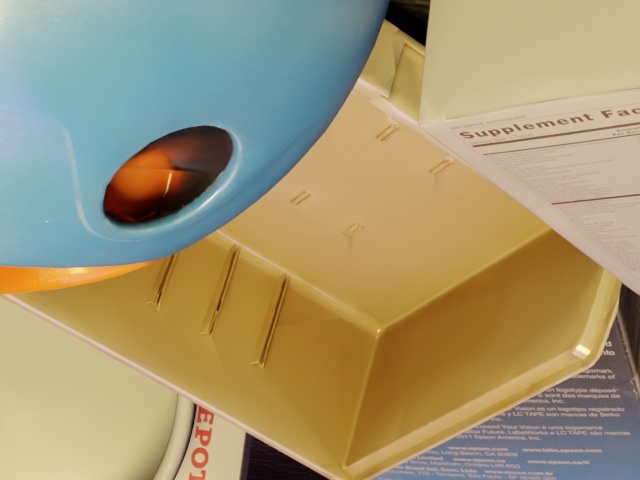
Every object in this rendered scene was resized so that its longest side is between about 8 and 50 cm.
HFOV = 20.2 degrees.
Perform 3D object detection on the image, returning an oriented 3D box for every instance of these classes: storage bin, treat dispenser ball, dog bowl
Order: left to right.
[{"bbox_3d":[-0.211,0.095,1.166,0.265,0.265,0.104,7,175,-1],"label":"dog bowl"},{"bbox_3d":[-0.113,-0.125,0.628,0.288,0.288,0.288,6,160,2],"label":"treat dispenser ball"},{"bbox_3d":[0.000,0.000,1.038,0.262,0.123,0.260,32,142,-20],"label":"storage bin"}]

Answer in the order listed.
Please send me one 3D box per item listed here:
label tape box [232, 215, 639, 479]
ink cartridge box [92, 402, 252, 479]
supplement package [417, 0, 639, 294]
[{"bbox_3d":[0.107,0.050,1.259,0.241,0.106,0.333,-1,141,21],"label":"label tape box"},{"bbox_3d":[-0.179,0.091,1.320,0.270,0.198,0.197,7,173,-1],"label":"ink cartridge box"},{"bbox_3d":[0.170,-0.077,0.881,0.139,0.134,0.244,-6,156,33],"label":"supplement package"}]
